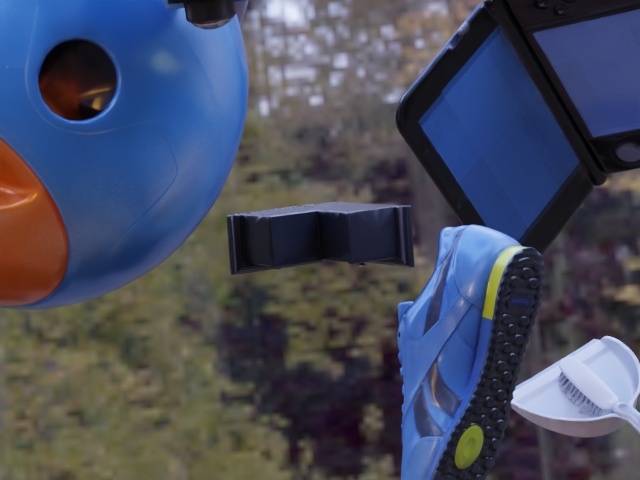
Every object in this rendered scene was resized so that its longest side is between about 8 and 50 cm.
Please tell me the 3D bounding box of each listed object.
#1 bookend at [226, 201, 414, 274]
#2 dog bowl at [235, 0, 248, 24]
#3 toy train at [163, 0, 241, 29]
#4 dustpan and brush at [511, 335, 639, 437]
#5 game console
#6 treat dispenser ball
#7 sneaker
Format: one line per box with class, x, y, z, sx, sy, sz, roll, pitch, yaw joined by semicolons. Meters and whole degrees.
bookend;0.000;0.000;2.127;0.156;0.072;0.157;-8;7;-34
dog bowl;-0.205;-0.195;1.770;0.349;0.102;0.349;-44;-18;-18
toy train;-0.069;-0.212;1.025;0.080;0.184;0.105;-7;14;11
dustpan and brush;0.308;0.175;1.983;0.147;0.211;0.060;-29;-45;-18
game console;0.254;-0.115;1.843;0.250;0.173;0.293;-10;-42;29
treat dispenser ball;-0.189;-0.100;1.174;0.288;0.288;0.288;-5;-8;-1
sneaker;0.084;0.092;1.244;0.082;0.209;0.069;17;1;35
